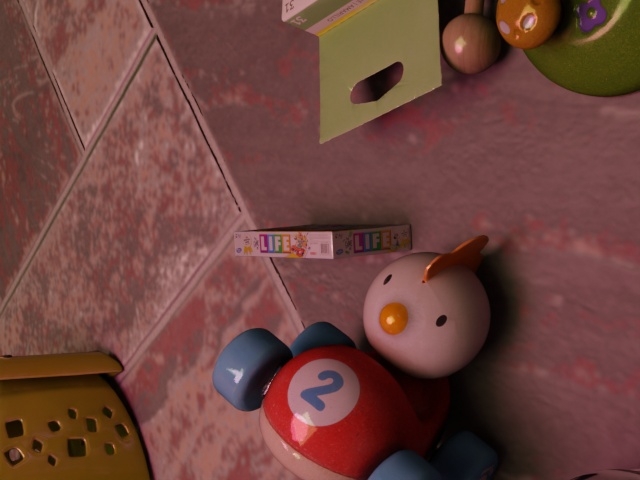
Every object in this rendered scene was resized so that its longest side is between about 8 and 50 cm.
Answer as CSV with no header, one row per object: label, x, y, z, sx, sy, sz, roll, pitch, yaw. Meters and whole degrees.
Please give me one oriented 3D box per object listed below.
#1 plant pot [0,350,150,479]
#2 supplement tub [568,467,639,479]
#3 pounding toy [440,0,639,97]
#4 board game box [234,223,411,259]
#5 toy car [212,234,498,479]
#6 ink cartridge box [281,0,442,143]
plant pot,-0.399,0.277,1.420,0.228,0.227,0.207,-29,66,48
supplement tub,0.179,0.268,0.693,0.191,0.272,0.191,8,101,49
pounding toy,0.173,-0.206,0.771,0.237,0.110,0.183,17,107,47
board game box,0.000,0.000,1.003,0.154,0.103,0.026,1,95,49
toy car,0.068,0.091,0.878,0.219,0.210,0.238,36,108,29
ink cartridge box,0.034,-0.228,0.930,0.171,0.056,0.235,-21,61,48
